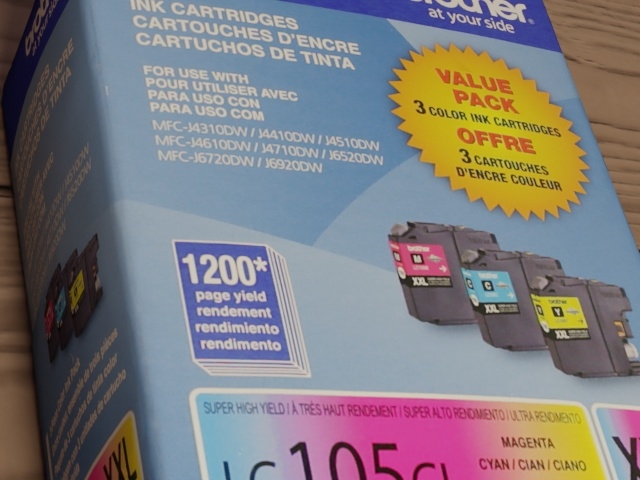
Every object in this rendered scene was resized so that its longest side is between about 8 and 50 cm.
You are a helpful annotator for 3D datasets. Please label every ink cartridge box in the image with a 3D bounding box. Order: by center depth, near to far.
[{"bbox_3d":[0.000,0.000,0.708,0.270,0.151,0.395,5,50,-26],"label":"ink cartridge box"}]
